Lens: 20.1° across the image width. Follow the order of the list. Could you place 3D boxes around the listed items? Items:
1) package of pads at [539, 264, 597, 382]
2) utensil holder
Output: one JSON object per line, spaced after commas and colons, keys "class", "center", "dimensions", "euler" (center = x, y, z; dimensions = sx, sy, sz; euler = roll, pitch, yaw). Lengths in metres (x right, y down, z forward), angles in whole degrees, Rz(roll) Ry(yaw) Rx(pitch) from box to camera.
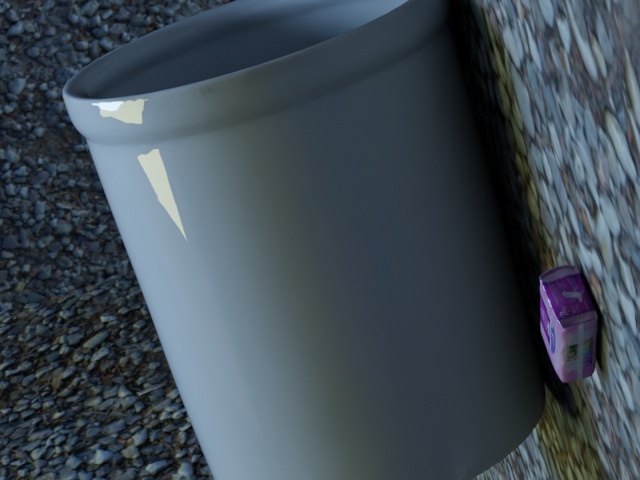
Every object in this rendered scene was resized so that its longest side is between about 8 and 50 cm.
{"class": "package of pads", "center": [0.176, 0.059, 1.280], "dimensions": [0.083, 0.032, 0.050], "euler": [78, 173, -56]}
{"class": "utensil holder", "center": [0.000, 0.000, 1.524], "dimensions": [0.327, 0.327, 0.386], "euler": [-116, 8, -74]}
